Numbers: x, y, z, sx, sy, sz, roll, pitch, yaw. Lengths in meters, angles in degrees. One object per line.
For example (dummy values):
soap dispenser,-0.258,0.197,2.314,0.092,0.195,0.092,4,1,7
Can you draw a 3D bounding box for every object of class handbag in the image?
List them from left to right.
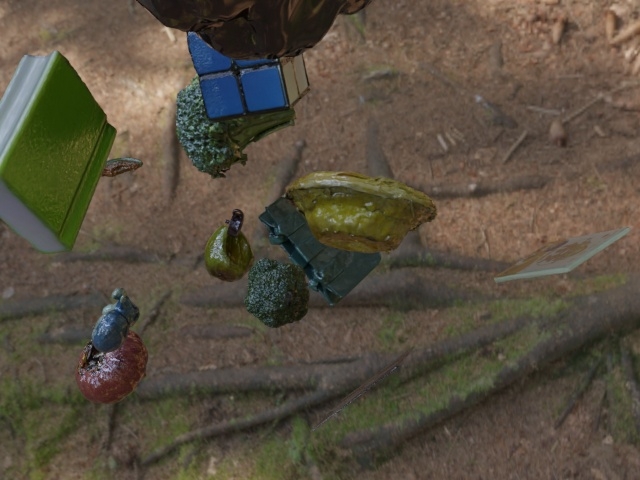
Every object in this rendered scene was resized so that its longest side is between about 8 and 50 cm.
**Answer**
handbag,0.000,0.000,2.023,0.326,0.089,0.238,51,47,0

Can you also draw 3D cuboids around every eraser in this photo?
eraser,-0.453,-0.147,1.216,0.092,0.210,0.274,-5,52,19

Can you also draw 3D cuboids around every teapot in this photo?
teapot,-0.228,-0.047,1.922,0.045,0.100,0.068,17,44,-4

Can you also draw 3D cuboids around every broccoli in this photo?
broccoli,-0.236,-0.328,1.835,0.302,0.375,0.249,-40,81,-15
broccoli,-0.089,0.116,1.569,0.138,0.162,0.146,7,80,64

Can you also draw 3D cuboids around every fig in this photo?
fig,-0.260,0.037,2.072,0.144,0.166,0.154,-8,18,-20

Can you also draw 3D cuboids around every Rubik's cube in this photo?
Rubik's cube,-0.131,-0.339,1.382,0.167,0.184,0.180,-6,20,15

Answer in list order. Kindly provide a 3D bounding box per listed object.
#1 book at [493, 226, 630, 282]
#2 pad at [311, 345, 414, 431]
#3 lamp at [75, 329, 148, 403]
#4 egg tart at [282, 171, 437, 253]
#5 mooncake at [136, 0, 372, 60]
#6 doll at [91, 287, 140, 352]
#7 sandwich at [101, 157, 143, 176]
book,0.581,0.038,1.780,0.207,0.020,0.295,-28,2,-21
pad,0.099,0.303,1.531,0.220,0.330,0.004,-38,81,8
lamp,-0.473,0.291,1.674,0.182,0.140,0.182,-22,44,24
egg tart,0.072,-0.043,1.379,0.294,0.295,0.116,4,81,21
mooncake,-0.044,-0.335,0.591,0.350,0.381,0.212,-30,58,-33
doll,-0.280,0.111,0.994,0.050,0.076,0.083,28,43,-7
sandwich,-0.604,-0.222,2.185,0.135,0.029,0.067,-17,37,-23
